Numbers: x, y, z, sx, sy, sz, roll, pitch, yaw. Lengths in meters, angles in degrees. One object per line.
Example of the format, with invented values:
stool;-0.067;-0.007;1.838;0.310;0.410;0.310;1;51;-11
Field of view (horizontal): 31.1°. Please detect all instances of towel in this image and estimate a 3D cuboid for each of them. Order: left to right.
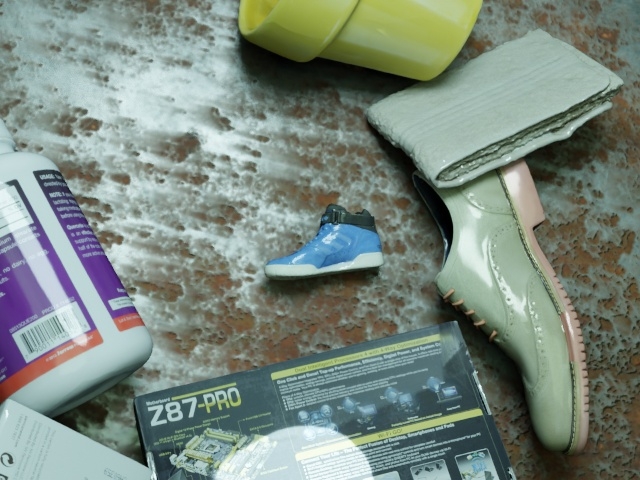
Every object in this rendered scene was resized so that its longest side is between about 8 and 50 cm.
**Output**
towel;0.216;-0.168;1.433;0.282;0.049;0.187;-25;39;-13

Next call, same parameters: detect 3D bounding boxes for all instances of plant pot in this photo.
plant pot;0.059;-0.316;1.400;0.239;0.254;0.254;21;74;-19

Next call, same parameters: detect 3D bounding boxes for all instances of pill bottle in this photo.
pill bottle;-0.334;0.031;1.275;0.181;0.181;0.323;-28;83;-14

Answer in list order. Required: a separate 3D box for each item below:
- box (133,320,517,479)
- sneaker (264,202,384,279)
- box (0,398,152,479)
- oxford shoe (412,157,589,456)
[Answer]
box;0.016;0.283;1.279;0.395;0.097;0.318;-13;64;-13
sneaker;0.000;0.000;1.400;0.152;0.058;0.084;-8;84;-16
box;-0.291;0.292;1.170;0.182;0.119;0.181;32;42;-22
oxford shoe;0.215;0.076;1.390;0.146;0.140;0.397;-12;69;-9
